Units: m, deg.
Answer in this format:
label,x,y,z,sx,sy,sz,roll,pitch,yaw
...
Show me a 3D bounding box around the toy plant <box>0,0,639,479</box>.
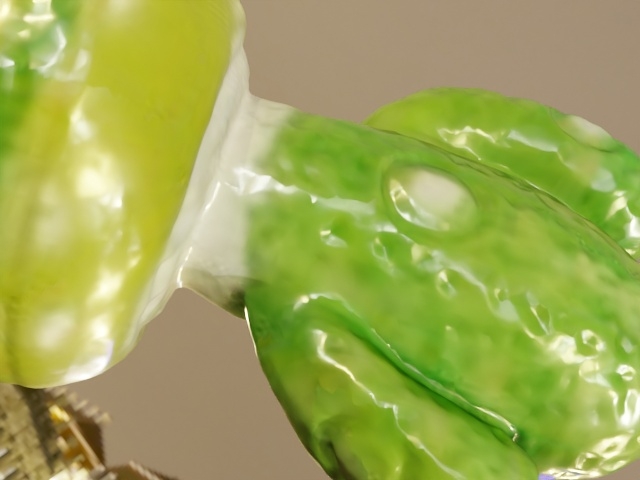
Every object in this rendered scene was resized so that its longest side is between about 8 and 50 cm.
label,x,y,z,sx,sy,sz,roll,pitch,yaw
toy plant,0.000,0.000,0.397,0.316,0.224,0.184,18,-42,-5
